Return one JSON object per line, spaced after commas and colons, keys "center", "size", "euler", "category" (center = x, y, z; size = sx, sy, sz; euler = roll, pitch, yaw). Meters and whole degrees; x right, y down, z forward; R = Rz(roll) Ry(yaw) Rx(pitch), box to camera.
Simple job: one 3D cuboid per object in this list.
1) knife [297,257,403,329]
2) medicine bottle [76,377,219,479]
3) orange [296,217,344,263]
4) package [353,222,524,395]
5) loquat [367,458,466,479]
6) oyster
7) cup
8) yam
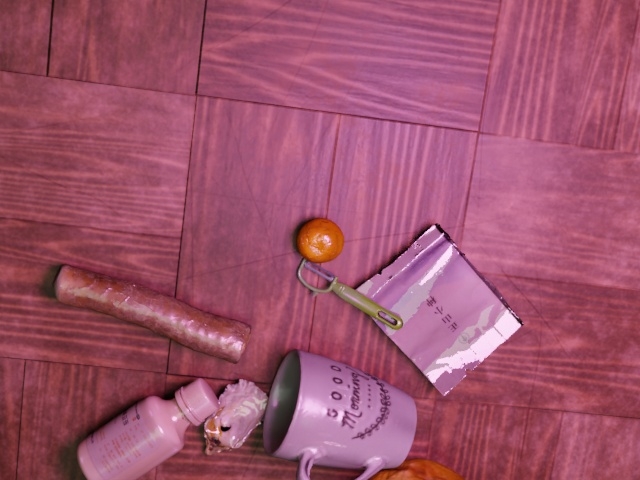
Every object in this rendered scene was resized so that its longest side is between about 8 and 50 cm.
{"center": [0.049, 0.105, 1.582], "size": [0.212, 0.015, 0.054], "euler": [30, 95, 11], "category": "knife"}
{"center": [-0.297, 0.336, 1.580], "size": [0.252, 0.114, 0.114], "euler": [-33, 102, 2], "category": "medicine bottle"}
{"center": [0.000, 0.000, 1.566], "size": [0.083, 0.070, 0.083], "euler": [1, 109, 4], "category": "orange"}
{"center": [0.212, 0.120, 1.609], "size": [0.204, 0.062, 0.251], "euler": [-41, 98, 3], "category": "package"}
{"center": [0.171, 0.540, 1.592], "size": [0.275, 0.276, 0.284], "euler": [-14, 122, -2], "category": "loquat"}
{"center": [-0.150, 0.321, 1.625], "size": [0.121, 0.045, 0.146], "euler": [0, 93, -2], "category": "oyster"}
{"center": [0.036, 0.336, 1.547], "size": [0.234, 0.258, 0.186], "euler": [18, 135, -14], "category": "cup"}
{"center": [-0.293, 0.127, 1.563], "size": [0.356, 0.081, 0.081], "euler": [19, 98, -7], "category": "yam"}
